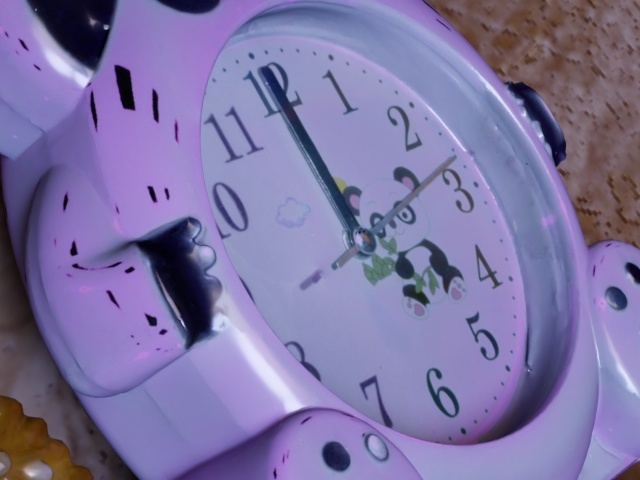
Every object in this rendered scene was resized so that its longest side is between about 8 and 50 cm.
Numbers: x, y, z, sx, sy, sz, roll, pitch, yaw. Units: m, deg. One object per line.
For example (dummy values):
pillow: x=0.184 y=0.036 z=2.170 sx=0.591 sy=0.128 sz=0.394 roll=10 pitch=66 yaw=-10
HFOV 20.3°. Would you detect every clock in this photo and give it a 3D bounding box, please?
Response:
clock: x=0.000 y=0.000 z=0.594 sx=0.227 sy=0.090 sz=0.248 roll=-25 pitch=83 yaw=-47

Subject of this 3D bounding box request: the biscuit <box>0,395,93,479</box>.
biscuit: x=-0.173 y=0.158 z=0.482 sx=0.305 sy=0.038 sz=0.305 roll=5 pitch=74 yaw=-17
